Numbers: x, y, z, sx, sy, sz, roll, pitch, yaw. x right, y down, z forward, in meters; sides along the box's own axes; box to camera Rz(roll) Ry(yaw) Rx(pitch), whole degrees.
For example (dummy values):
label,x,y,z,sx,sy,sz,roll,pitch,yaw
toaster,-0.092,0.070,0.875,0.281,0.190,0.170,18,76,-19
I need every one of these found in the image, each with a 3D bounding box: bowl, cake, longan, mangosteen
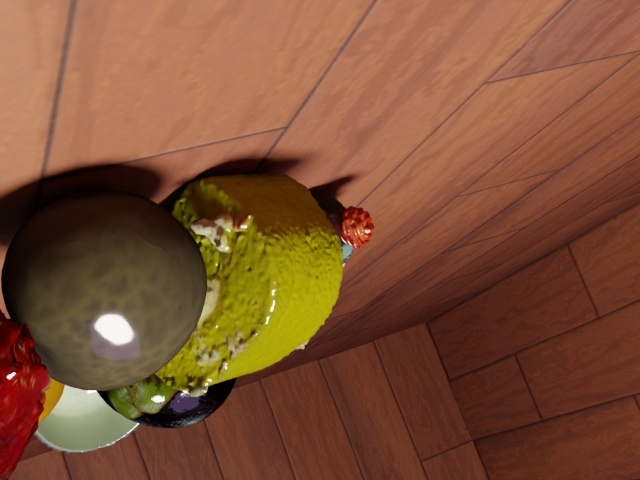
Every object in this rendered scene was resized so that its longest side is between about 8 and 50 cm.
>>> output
label,x,y,z,sx,sy,sz,roll,pitch,yaw
bowl,-0.370,0.215,1.461,0.211,0.211,0.112,-15,-148,-26
cake,-0.102,0.055,1.039,0.156,0.179,0.260,-4,140,-48
longan,-0.208,0.044,0.898,0.198,0.198,0.212,-21,133,1
mangosteen,-0.215,0.142,1.245,0.242,0.243,0.243,-20,168,-4

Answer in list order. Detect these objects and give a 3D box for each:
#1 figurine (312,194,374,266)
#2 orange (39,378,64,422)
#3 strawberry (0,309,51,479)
label,x,y,z,sx,sy,sz,roll,pitch,yaw
figurine,0.000,0.000,1.276,0.137,0.110,0.245,-23,173,-1
orange,-0.430,0.196,1.276,0.158,0.136,0.159,-5,148,-3
strawberry,-0.359,0.103,0.772,0.274,0.220,0.274,-6,146,-4
